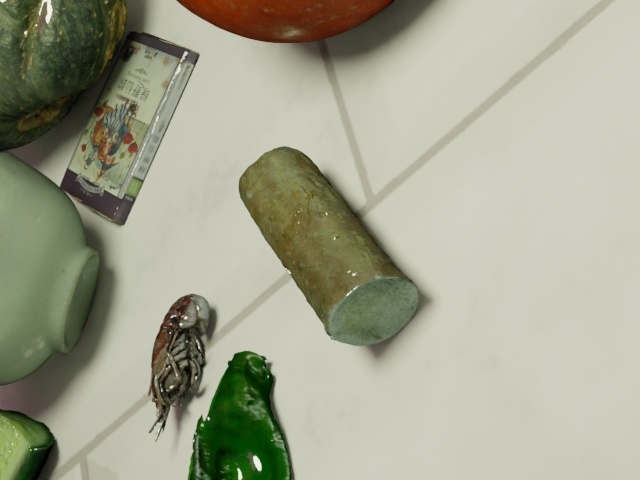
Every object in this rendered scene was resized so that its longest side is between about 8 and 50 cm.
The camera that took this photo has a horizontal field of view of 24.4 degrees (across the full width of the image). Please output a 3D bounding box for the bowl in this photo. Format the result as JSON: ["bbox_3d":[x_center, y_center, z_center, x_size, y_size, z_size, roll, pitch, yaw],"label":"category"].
[{"bbox_3d":[-0.349,0.053,1.746,0.289,0.146,0.289,17,-90,-87],"label":"bowl"}]

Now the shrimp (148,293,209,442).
[{"bbox_3d":[-0.155,0.137,1.589,0.065,0.056,0.165,-10,68,40],"label":"shrimp"}]

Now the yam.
[{"bbox_3d":[0.000,0.000,1.448,0.093,0.093,0.259,-54,41,16],"label":"yam"}]

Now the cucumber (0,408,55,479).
[{"bbox_3d":[-0.372,0.271,1.771,0.116,0.062,0.115,29,97,44],"label":"cucumber"}]

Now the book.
[{"bbox_3d":[-0.245,-0.148,1.852,0.157,0.026,0.231,27,93,51],"label":"book"}]

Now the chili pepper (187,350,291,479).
[{"bbox_3d":[-0.075,0.207,1.456,0.062,0.108,0.216,111,168,-58],"label":"chili pepper"}]

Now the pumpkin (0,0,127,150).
[{"bbox_3d":[-0.392,-0.275,1.895,0.327,0.291,0.257,-34,90,23],"label":"pumpkin"}]

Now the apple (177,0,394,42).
[{"bbox_3d":[-0.027,-0.372,1.506,0.348,0.277,0.349,-25,55,41],"label":"apple"}]
